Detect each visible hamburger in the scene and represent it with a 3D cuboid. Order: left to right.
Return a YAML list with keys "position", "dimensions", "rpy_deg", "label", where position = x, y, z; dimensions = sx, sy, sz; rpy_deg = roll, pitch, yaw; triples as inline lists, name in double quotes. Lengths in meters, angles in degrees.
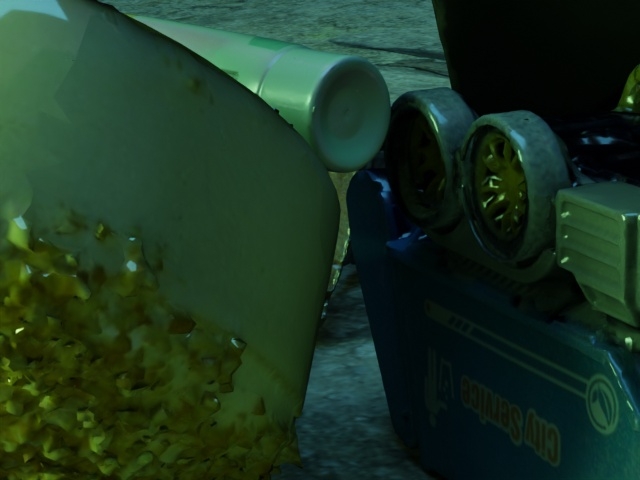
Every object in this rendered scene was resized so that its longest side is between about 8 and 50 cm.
- position: [-0.131, 0.011, 0.672]
  dimensions: [0.276, 0.179, 0.294]
  rpy_deg: [22, -12, -11]
  label: "hamburger"

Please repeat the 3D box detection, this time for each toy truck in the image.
- position: [0.136, 0.028, 0.672]
  dimensions: [0.146, 0.175, 0.367]
  rpy_deg: [-9, 15, -21]
  label: "toy truck"

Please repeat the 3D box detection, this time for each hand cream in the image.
- position: [-0.048, -0.062, 0.755]
  dimensions: [0.174, 0.076, 0.047]
  rpy_deg: [11, 37, 45]
  label: "hand cream"

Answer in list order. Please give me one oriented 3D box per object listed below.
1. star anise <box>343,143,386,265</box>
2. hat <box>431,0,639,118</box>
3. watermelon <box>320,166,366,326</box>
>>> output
- position: [0.040, -0.034, 1.108]
  dimensions: [0.231, 0.089, 0.209]
  rpy_deg: [-6, 13, -28]
  label: "star anise"
- position: [0.223, -0.090, 0.875]
  dimensions: [0.366, 0.382, 0.257]
  rpy_deg: [7, 35, 24]
  label: "hat"
- position: [-0.006, -0.008, 0.978]
  dimensions: [0.080, 0.155, 0.101]
  rpy_deg: [16, 0, 26]
  label: "watermelon"
